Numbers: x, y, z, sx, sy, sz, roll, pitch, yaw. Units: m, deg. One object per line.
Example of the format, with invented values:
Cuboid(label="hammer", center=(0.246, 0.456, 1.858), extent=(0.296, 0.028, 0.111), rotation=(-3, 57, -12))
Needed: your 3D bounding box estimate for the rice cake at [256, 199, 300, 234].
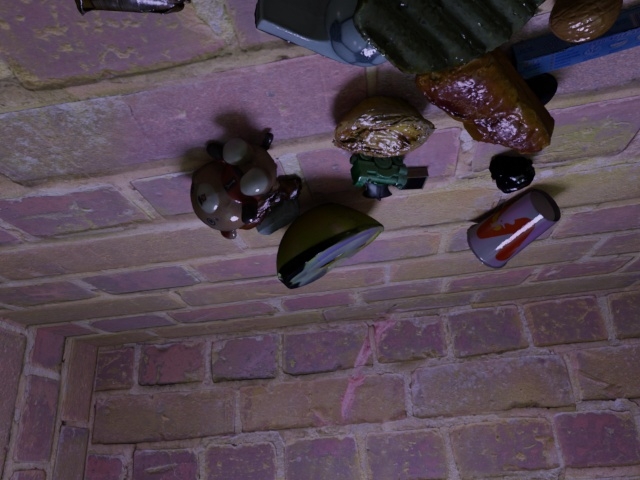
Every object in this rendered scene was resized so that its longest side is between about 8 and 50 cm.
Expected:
Cuboid(label="rice cake", center=(-0.144, -0.076, 1.592), extent=(0.063, 0.069, 0.206), rotation=(15, 148, -39))

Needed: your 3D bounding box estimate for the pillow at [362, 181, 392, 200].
Cuboid(label="pillow", center=(0.175, -0.168, 1.462), extent=(0.091, 0.055, 0.136), rotation=(23, 160, 18))

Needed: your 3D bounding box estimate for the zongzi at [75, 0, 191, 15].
Cuboid(label="zongzi", center=(-0.292, -0.439, 0.724), extent=(0.187, 0.084, 0.184), rotation=(-5, 148, -17))

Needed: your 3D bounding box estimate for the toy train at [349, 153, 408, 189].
Cuboid(label="toy train", center=(0.166, -0.197, 1.329), extent=(0.178, 0.104, 0.071), rotation=(5, 151, -23))

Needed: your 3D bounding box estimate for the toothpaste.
Cuboid(label="toothpaste", center=(0.541, -0.409, 0.980), extent=(0.272, 0.053, 0.066), rotation=(-13, 160, 17))

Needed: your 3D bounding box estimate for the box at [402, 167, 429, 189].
Cuboid(label="box", center=(0.281, -0.188, 1.454), extent=(0.083, 0.035, 0.079), rotation=(-4, 157, -4))

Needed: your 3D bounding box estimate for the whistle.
Cuboid(label="whistle", center=(0.049, -0.387, 0.810), extent=(0.289, 0.163, 0.163), rotation=(11, 152, -25))

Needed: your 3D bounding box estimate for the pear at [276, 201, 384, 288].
Cuboid(label="pear", center=(0.002, -0.004, 1.575), extent=(0.399, 0.165, 0.399), rotation=(-29, 166, -8))

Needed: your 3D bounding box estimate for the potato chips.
Cuboid(label="potato chips", center=(0.226, -0.420, 0.723), extent=(0.429, 0.070, 0.358), rotation=(9, 123, -43))

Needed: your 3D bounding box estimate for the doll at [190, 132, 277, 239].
Cuboid(label="doll", center=(-0.230, -0.150, 1.272), extent=(0.330, 0.235, 0.174), rotation=(-32, -179, 42))

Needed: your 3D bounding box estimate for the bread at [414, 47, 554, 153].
Cuboid(label="bread", center=(0.369, -0.298, 1.056), extent=(0.380, 0.109, 0.185), rotation=(25, 158, -39))

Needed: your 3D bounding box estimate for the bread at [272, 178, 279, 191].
Cuboid(label="bread", center=(-0.168, -0.166, 1.378), extent=(0.113, 0.060, 0.082), rotation=(-16, -179, 36))

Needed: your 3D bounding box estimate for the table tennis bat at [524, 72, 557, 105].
Cuboid(label="table tennis bat", center=(0.451, -0.339, 1.153), extent=(0.236, 0.027, 0.150), rotation=(-11, 155, 11))

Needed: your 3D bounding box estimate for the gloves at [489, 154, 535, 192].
Cuboid(label="gloves", center=(0.586, -0.184, 1.437), extent=(0.129, 0.106, 0.180), rotation=(-19, 149, 26))

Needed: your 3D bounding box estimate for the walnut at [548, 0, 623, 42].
Cuboid(label="walnut", center=(0.489, -0.423, 0.880), extent=(0.124, 0.105, 0.105), rotation=(-8, 159, 37))

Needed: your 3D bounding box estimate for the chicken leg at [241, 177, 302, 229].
Cuboid(label="chicken leg", center=(-0.179, -0.116, 1.482), extent=(0.304, 0.093, 0.113), rotation=(-26, 138, 32))

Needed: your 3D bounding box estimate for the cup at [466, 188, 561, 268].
Cuboid(label="cup", center=(0.693, -0.049, 1.698), extent=(0.203, 0.203, 0.288), rotation=(7, 148, -26))

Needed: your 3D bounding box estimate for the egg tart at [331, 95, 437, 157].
Cuboid(label="egg tart", center=(0.151, -0.279, 1.154), extent=(0.252, 0.098, 0.232), rotation=(-4, 163, 9))
